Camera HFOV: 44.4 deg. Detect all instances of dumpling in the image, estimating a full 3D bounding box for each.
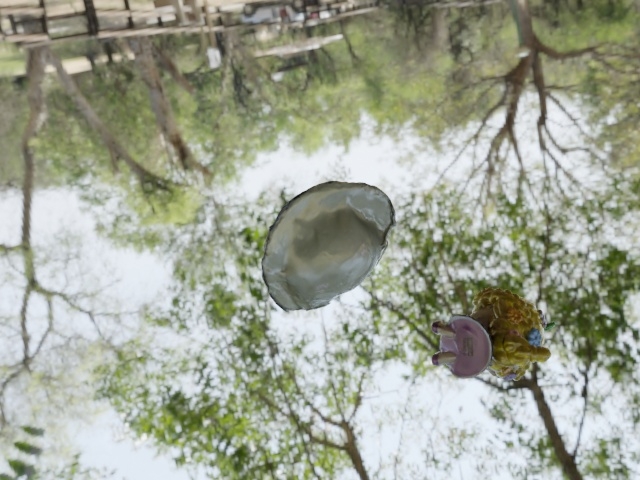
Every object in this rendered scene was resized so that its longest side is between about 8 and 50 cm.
[{"bbox_3d":[0.000,0.000,1.233,0.247,0.172,0.142,-46,-150,3],"label":"dumpling"}]

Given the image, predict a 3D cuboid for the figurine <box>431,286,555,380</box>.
[{"bbox_3d":[0.200,0.099,0.808,0.115,0.095,0.156,10,-174,38],"label":"figurine"}]
